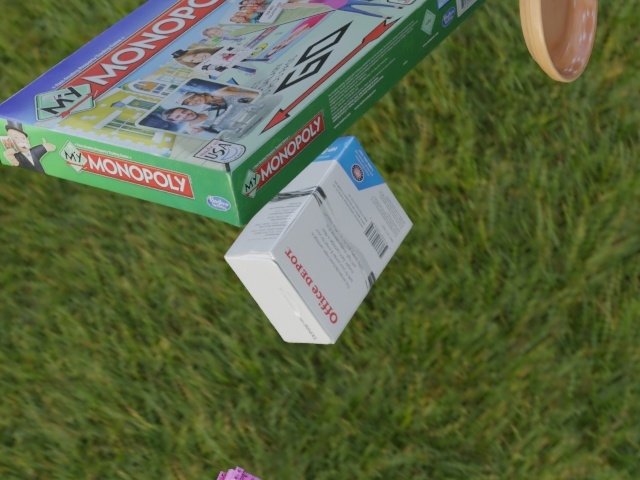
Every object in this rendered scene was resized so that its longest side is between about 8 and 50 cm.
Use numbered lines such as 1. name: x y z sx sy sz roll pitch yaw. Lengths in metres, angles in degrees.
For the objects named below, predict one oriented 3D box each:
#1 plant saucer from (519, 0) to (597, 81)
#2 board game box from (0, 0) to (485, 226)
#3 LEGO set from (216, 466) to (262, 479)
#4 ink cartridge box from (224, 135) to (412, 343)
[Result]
1. plant saucer: 0.287 -0.292 1.775 0.037 0.200 0.199 3 70 31
2. board game box: -0.051 -0.132 1.047 0.214 0.046 0.317 15 42 31
3. LEGO set: -0.033 0.356 1.773 0.227 0.093 0.087 23 68 3
4. ink cartridge box: 0.000 0.000 1.710 0.086 0.148 0.203 -2 41 45
